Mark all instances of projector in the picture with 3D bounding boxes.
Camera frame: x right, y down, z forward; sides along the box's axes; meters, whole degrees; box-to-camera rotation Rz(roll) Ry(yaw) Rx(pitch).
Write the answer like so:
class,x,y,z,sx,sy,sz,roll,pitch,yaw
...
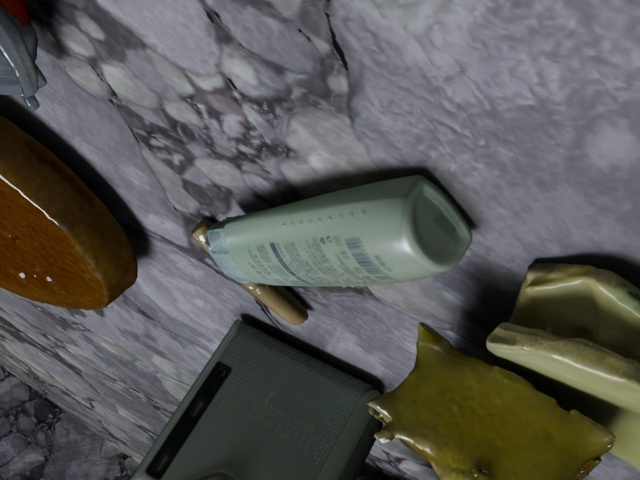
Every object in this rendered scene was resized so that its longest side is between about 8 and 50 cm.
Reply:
class,x,y,z,sx,sy,sz,roll,pitch,yaw
projector,-0.064,0.229,0.785,0.177,0.242,0.163,24,152,19

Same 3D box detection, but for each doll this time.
class,x,y,z,sx,sy,sz,roll,pitch,yaw
doll,-0.214,-0.155,0.460,0.104,0.062,0.194,15,144,30

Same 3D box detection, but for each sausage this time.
class,x,y,z,sx,sy,sz,roll,pitch,yaw
sausage,-0.057,0.031,0.667,0.132,0.024,0.024,45,152,-25

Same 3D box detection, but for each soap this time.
class,x,y,z,sx,sy,sz,roll,pitch,yaw
soap,0.117,0.142,0.546,0.135,0.076,0.233,31,171,22

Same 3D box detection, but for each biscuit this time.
class,x,y,z,sx,sy,sz,roll,pitch,yaw
biscuit,-0.354,-0.057,0.794,0.394,0.070,0.350,8,144,40

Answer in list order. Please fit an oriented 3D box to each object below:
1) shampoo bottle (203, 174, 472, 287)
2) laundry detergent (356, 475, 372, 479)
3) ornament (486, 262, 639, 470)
class,x,y,z,sx,sy,sz,roll,pitch,yaw
shampoo bottle,0.000,0.000,0.515,0.072,0.049,0.212,43,152,-29
laundry detergent,0.075,0.481,1.038,0.305,0.287,0.287,19,152,26
ornament,0.173,0.094,0.488,0.201,0.059,0.180,40,160,-21
